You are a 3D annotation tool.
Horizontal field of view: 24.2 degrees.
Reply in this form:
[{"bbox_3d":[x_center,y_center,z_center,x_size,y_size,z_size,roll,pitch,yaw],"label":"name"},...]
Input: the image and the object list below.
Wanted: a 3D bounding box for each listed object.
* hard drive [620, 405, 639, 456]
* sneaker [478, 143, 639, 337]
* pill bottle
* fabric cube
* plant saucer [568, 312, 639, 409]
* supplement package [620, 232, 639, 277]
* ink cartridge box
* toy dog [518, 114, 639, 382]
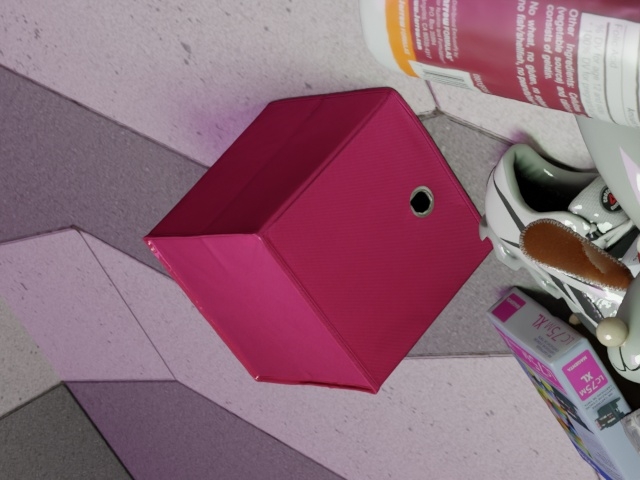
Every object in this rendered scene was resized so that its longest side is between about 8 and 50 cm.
[{"bbox_3d":[0.405,0.255,1.507,0.237,0.064,0.339,59,179,11],"label":"hard drive"},{"bbox_3d":[0.304,0.013,1.555,0.330,0.122,0.146,32,149,25],"label":"sneaker"},{"bbox_3d":[0.247,-0.202,1.168,0.392,0.224,0.224,15,145,23],"label":"pill bottle"},{"bbox_3d":[0.000,0.000,1.788,0.259,0.258,0.254,-1,131,53],"label":"fabric cube"},{"bbox_3d":[0.398,0.165,1.682,0.278,0.041,0.278,41,170,9],"label":"plant saucer"},{"bbox_3d":[0.430,0.034,1.394,0.194,0.149,0.203,49,152,-16],"label":"supplement package"},{"bbox_3d":[0.331,0.212,1.818,0.311,0.065,0.186,52,176,-25],"label":"ink cartridge box"},{"bbox_3d":[0.264,-0.058,1.311,0.161,0.334,0.220,12,142,-30],"label":"toy dog"}]
